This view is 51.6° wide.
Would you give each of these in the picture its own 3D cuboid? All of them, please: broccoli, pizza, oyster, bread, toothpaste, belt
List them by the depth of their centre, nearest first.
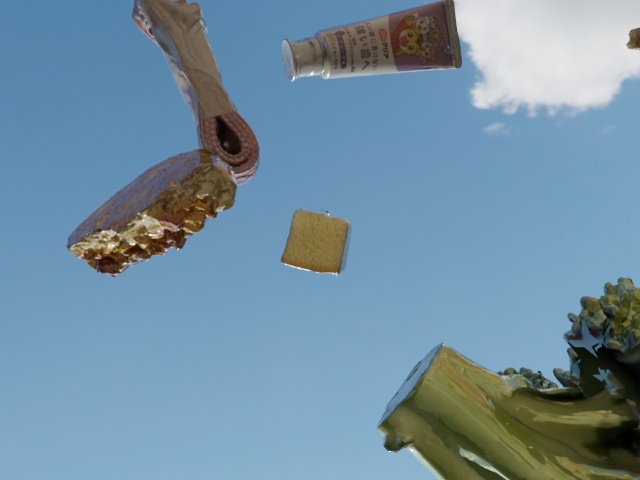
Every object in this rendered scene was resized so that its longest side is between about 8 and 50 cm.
[{"bbox_3d":[0.185,0.156,0.422,0.235,0.260,0.288,-18,-27,-33],"label":"broccoli"},{"bbox_3d":[-0.155,-0.024,0.611,0.058,0.246,0.127,49,-143,-22],"label":"pizza"},{"bbox_3d":[-0.127,-0.168,0.705,0.071,0.053,0.232,-25,-96,-13],"label":"belt"},{"bbox_3d":[0.000,0.000,0.898,0.080,0.109,0.084,12,-89,5],"label":"bread"},{"bbox_3d":[0.089,-0.309,1.052,0.299,0.073,0.114,-14,-81,-15],"label":"toothpaste"},{"bbox_3d":[0.611,-0.367,1.211,0.034,0.093,0.051,7,-87,-62],"label":"oyster"}]
